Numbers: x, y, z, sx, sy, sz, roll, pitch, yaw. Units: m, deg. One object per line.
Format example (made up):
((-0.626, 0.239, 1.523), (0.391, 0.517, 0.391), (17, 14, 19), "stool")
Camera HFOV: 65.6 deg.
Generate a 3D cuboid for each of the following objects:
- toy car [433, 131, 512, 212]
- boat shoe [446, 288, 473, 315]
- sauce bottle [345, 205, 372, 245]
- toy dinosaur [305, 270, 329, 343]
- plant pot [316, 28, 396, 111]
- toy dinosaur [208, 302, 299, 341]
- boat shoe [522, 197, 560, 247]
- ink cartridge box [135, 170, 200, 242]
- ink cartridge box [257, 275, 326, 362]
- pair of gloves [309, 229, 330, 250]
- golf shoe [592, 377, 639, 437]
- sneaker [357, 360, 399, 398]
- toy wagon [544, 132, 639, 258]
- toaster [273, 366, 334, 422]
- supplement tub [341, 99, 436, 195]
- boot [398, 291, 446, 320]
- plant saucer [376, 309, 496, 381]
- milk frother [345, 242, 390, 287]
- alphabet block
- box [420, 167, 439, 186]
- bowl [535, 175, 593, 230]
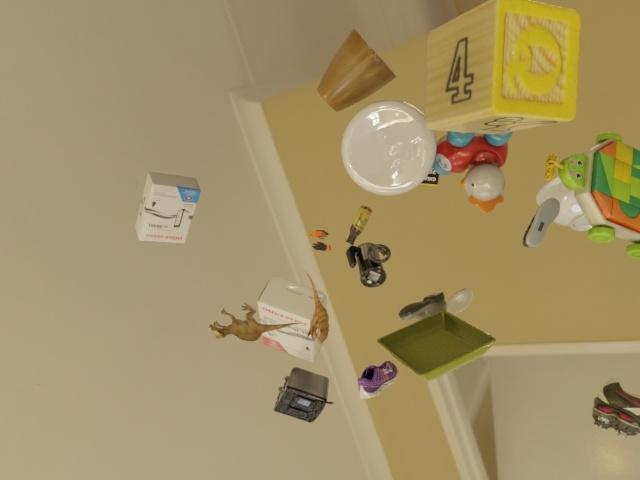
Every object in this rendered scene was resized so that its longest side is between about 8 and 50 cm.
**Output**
((0.446, -0.194, 1.437), (0.219, 0.211, 0.237), (90, 178, -70), "toy car")
((0.530, 0.265, 2.000), (0.075, 0.206, 0.065), (34, -162, -6), "boat shoe")
((0.118, -0.045, 1.540), (0.042, 0.042, 0.128), (29, -96, -48), "sauce bottle")
((0.000, 0.191, 1.293), (0.211, 0.064, 0.112), (-109, 25, -48), "toy dinosaur")
((0.115, -0.622, 1.890), (0.237, 0.254, 0.237), (43, -161, -19), "plant pot")
((-0.143, 0.172, 0.988), (0.183, 0.092, 0.053), (0, -64, -31), "toy dinosaur")
((0.542, -0.044, 1.229), (0.049, 0.040, 0.142), (33, -100, -4), "boat shoe")
((-0.472, -0.097, 1.531), (0.148, 0.203, 0.086), (5, -148, -33), "ink cartridge box")
((-0.095, 0.273, 1.699), (0.282, 0.208, 0.117), (90, -157, -49), "ink cartridge box")
((0.000, 0.000, 1.829), (0.010, 0.074, 0.083), (-44, -50, -56), "pair of gloves")
((0.761, 0.410, 1.106), (0.120, 0.273, 0.105), (-55, -28, -20), "golf shoe")
((0.153, 0.355, 1.317), (0.170, 0.068, 0.071), (-21, -83, -56), "sneaker")
((0.680, -0.120, 1.152), (0.345, 0.068, 0.267), (19, -108, -15), "toy wagon")
((-0.061, 0.565, 1.803), (0.186, 0.168, 0.110), (20, -142, -6), "toaster")
((0.184, -0.251, 1.381), (0.331, 0.241, 0.240), (-55, -50, -80), "supplement tub")
((0.386, 0.286, 1.748), (0.247, 0.084, 0.161), (-14, -94, -42), "boot")
((0.247, 0.232, 1.071), (0.188, 0.188, 0.045), (-20, -73, -17), "plant saucer")
((0.168, 0.049, 1.584), (0.129, 0.143, 0.134), (40, -157, -30), "milk frother")
((0.325, -0.305, 0.911), (0.193, 0.197, 0.193), (-3, -85, -23), "alphabet block")
((0.258, -0.259, 1.839), (0.322, 0.258, 0.079), (-129, 44, -75), "box")
((0.879, -0.121, 1.631), (0.298, 0.298, 0.133), (26, -130, -49), "bowl")
